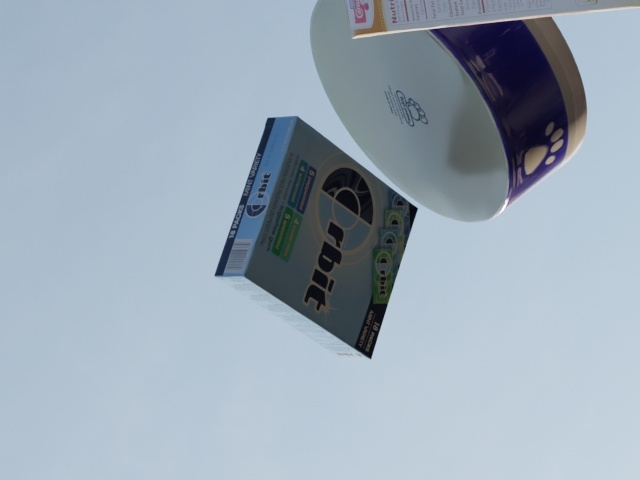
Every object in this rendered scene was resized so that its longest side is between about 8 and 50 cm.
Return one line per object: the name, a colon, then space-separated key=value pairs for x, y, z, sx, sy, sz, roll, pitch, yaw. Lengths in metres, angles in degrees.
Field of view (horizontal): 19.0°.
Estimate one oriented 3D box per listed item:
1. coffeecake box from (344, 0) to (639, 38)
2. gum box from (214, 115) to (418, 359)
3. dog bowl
coffeecake box: x=0.120 y=-0.140 z=0.881 sx=0.142 sy=0.185 sz=0.068 roll=-15 pitch=-79 yaw=-39
gum box: x=0.000 y=0.000 z=1.712 sx=0.184 sy=0.041 sz=0.157 roll=36 pitch=-116 yaw=-42
dog bowl: x=0.115 y=-0.149 z=1.768 sx=0.104 sy=0.265 sz=0.265 roll=-39 pitch=-51 yaw=-23
